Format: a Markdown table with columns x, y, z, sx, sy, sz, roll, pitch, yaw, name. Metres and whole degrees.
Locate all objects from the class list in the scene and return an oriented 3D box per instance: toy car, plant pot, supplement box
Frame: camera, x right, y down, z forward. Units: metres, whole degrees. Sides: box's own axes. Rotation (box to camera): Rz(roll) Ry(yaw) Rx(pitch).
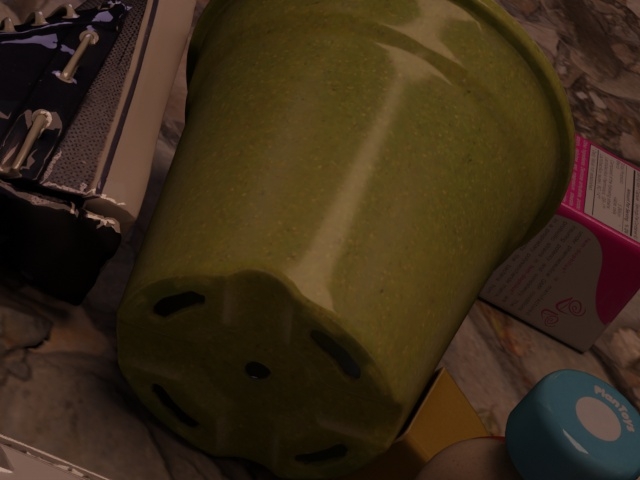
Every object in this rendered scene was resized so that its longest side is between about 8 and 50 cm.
| x | y | z | sx | sy | sz | roll | pitch | yaw | name |
| --- | --- | --- | --- | --- | --- | --- | --- | --- | --- |
| 0.182 | 0.197 | 0.988 | 0.238 | 0.219 | 0.210 | -7 | 52 | -42 | toy car |
| 0.000 | 0.000 | 1.067 | 0.276 | 0.276 | 0.254 | 30 | 48 | -5 | plant pot |
| 0.067 | 0.147 | 1.077 | 0.083 | 0.081 | 0.081 | 47 | 36 | -7 | plant pot |
| 0.144 | -0.028 | 1.303 | 0.220 | 0.111 | 0.114 | 29 | 36 | -7 | supplement box |

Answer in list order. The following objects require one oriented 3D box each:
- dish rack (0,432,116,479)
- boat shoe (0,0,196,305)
| x | y | z | sx | sy | sz | roll | pitch | yaw | name |
| --- | --- | --- | --- | --- | --- | --- | --- | --- | --- |
| -0.123 | 0.223 | 0.857 | 0.333 | 0.072 | 0.285 | 26 | 36 | -12 | dish rack |
| -0.187 | -0.119 | 1.142 | 0.158 | 0.127 | 0.340 | 26 | 37 | -17 | boat shoe |
